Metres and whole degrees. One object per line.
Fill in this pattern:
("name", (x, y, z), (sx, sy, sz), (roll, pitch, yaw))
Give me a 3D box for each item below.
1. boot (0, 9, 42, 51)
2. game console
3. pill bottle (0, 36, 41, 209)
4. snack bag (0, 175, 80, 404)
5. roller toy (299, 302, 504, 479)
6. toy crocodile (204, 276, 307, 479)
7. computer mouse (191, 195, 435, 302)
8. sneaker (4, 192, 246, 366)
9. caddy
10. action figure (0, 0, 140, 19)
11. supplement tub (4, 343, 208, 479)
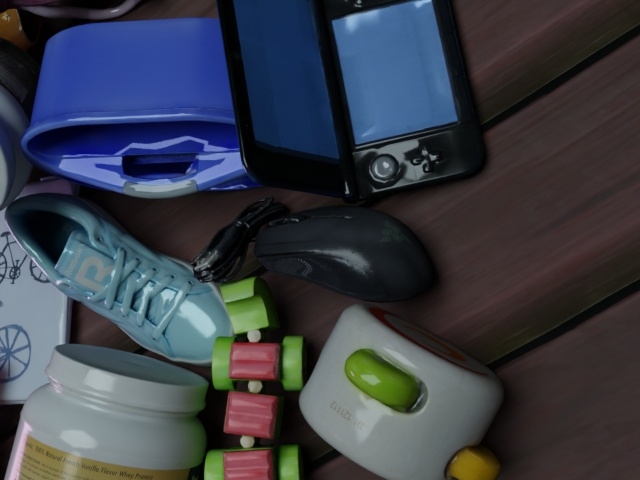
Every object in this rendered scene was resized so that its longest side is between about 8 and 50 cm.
("boot", (-0.526, -0.265, 1.399), (0.211, 0.104, 0.295), (-14, 71, 25))
("game console", (0.034, -0.205, 1.025), (0.250, 0.173, 0.293), (-12, 76, 9))
("pill bottle", (-0.474, -0.144, 1.195), (0.204, 0.204, 0.361), (-50, 22, 12))
("snack bag", (-0.494, 0.076, 1.365), (0.323, 0.037, 0.343), (-7, 76, 26))
("roller toy", (0.084, 0.170, 0.960), (0.146, 0.209, 0.191), (-62, 23, 5))
("toy crocodile", (-0.078, 0.214, 1.065), (0.115, 0.105, 0.341), (0, 82, 5))
("computer mouse", (0.000, 0.000, 1.051), (0.272, 0.188, 0.072), (12, 123, 21))
("sneaker", (-0.268, 0.054, 1.175), (0.366, 0.150, 0.135), (29, 98, 21))
("caddy", (-0.189, -0.136, 1.107), (0.341, 0.241, 0.179), (-1, 73, 8))
("action figure", (-0.467, -0.338, 1.237), (0.276, 0.370, 0.248), (52, 146, -10))
("supplement tub", (-0.267, 0.302, 1.098), (0.228, 0.228, 0.316), (14, 89, 29))
